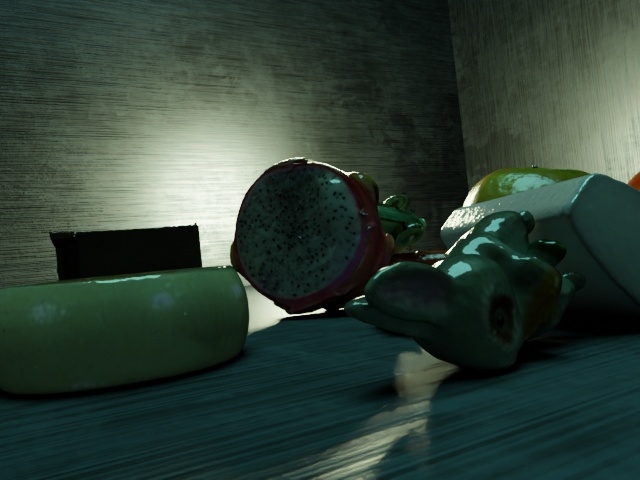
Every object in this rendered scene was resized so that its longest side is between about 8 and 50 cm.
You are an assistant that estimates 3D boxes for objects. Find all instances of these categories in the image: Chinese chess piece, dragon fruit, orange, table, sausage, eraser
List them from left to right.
[{"bbox_3d":[-0.213,0.087,0.559,0.274,0.102,0.273,-5,-3,0],"label":"Chinese chess piece"},{"bbox_3d":[-0.289,0.069,0.768,0.193,0.169,0.172,-6,-2,-26],"label":"table"},{"bbox_3d":[0.000,0.000,0.940,0.291,0.290,0.189,-7,-9,28],"label":"dragon fruit"},{"bbox_3d":[0.200,0.074,1.179,0.331,0.102,0.102,-5,-2,20],"label":"sausage"},{"bbox_3d":[0.394,-0.019,0.929,0.279,0.235,0.279,0,11,0],"label":"orange"},{"bbox_3d":[0.271,0.017,0.599,0.094,0.174,0.270,-51,7,-11],"label":"eraser"}]

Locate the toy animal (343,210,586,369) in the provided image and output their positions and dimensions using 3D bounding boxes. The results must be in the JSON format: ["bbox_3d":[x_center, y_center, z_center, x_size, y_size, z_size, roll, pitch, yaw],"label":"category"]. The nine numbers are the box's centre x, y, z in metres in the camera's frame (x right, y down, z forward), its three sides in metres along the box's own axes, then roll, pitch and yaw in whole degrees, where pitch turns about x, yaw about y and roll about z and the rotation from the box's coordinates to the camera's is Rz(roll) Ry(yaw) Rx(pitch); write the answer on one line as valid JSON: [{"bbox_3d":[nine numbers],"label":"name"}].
[{"bbox_3d":[0.122,0.053,0.423,0.125,0.127,0.251,26,26,36],"label":"toy animal"}]

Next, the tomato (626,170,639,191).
[{"bbox_3d":[0.681,-0.033,0.970,0.189,0.232,0.232,-38,-14,20],"label":"tomato"}]

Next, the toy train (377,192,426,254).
[{"bbox_3d":[0.098,-0.022,1.156,0.308,0.126,0.189,8,-49,-34],"label":"toy train"}]
